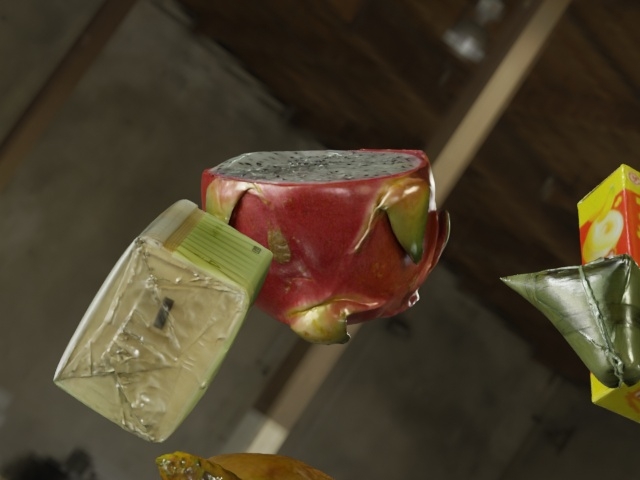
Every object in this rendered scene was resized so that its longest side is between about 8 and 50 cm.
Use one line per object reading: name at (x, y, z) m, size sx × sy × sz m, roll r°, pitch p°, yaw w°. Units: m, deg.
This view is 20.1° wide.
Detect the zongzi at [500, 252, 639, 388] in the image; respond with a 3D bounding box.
zongzi at (0.190, 0.067, 1.386) m, size 0.113 × 0.104 × 0.052 m, roll -7°, pitch -32°, yaw 22°

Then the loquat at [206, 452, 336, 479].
loquat at (-0.051, 0.301, 1.709) m, size 0.238 × 0.193 × 0.238 m, roll 5°, pitch 14°, yaw -1°

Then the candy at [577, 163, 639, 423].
candy at (0.352, 0.065, 1.890) m, size 0.146 × 0.276 × 0.088 m, roll 23°, pitch -44°, yaw -24°

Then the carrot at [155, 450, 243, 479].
carrot at (-0.015, 0.267, 1.504) m, size 0.314 × 0.066 × 0.066 m, roll 40°, pitch -12°, yaw -22°

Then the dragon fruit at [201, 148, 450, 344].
dragon fruit at (0.000, 0.000, 2.018) m, size 0.290 × 0.189 × 0.290 m, roll -1°, pitch 14°, yaw 0°

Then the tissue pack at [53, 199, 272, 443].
tissue pack at (-0.135, 0.068, 1.625) m, size 0.125 × 0.159 × 0.234 m, roll 31°, pitch 9°, yaw -1°
